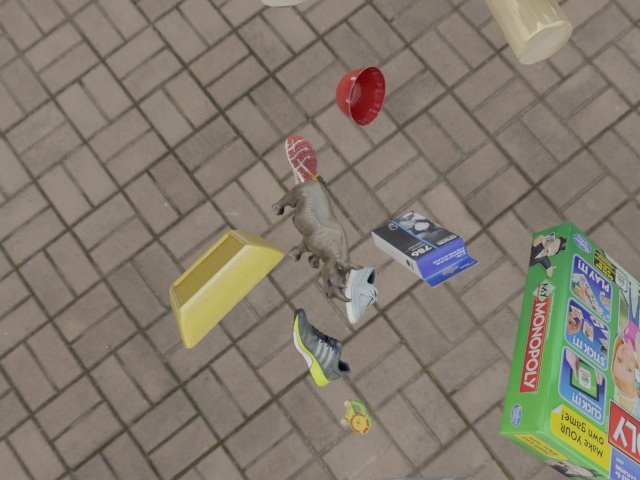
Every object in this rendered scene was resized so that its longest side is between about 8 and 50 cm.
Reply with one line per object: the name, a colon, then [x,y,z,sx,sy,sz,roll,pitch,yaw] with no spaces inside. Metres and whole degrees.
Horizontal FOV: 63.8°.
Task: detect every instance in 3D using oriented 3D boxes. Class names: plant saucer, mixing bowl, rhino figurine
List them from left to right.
plant saucer: [-0.278,0.095,1.367,0.333,0.333,0.081,-45,112,-9]
rhino figurine: [0.000,0.000,0.866,0.106,0.073,0.243,-46,54,33]
mixing bowl: [0.113,-0.459,1.610,0.098,0.181,0.181,26,82,36]

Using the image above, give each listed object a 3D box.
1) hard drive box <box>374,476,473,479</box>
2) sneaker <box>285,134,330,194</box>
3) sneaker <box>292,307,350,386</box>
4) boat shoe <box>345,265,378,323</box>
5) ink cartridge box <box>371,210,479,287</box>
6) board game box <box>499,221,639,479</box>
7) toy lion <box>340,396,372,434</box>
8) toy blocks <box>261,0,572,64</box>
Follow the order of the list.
hard drive box: [0.199,0.553,0.947,0.181,0.089,0.232,-6,115,11]
sneaker: [-0.054,-0.202,1.530,0.088,0.093,0.225,-25,101,-26]
sneaker: [0.000,0.323,1.605,0.121,0.111,0.300,-19,120,11]
boat shoe: [0.121,0.144,1.454,0.081,0.227,0.079,-8,120,17]
ink cartridge box: [0.303,0.015,1.539,0.165,0.333,0.065,-26,120,-14]
board game box: [0.315,0.156,0.503,0.317,0.046,0.213,35,56,-18]
toy lion: [0.117,0.557,1.623,0.096,0.034,0.100,11,97,22]
toy blocks: [0.098,-0.309,0.277,0.289,0.309,0.260,-3,64,-34]
